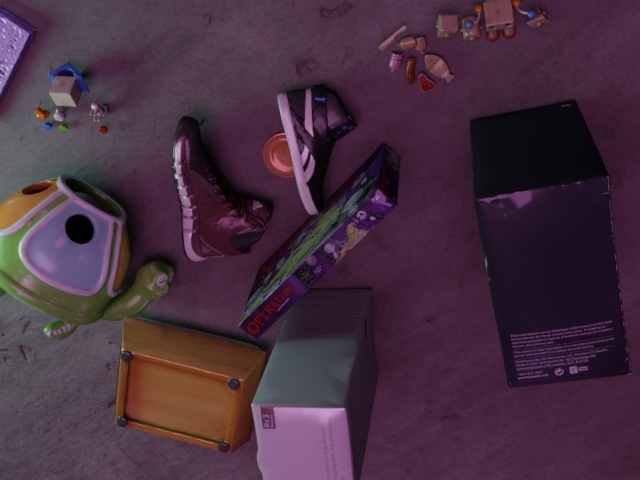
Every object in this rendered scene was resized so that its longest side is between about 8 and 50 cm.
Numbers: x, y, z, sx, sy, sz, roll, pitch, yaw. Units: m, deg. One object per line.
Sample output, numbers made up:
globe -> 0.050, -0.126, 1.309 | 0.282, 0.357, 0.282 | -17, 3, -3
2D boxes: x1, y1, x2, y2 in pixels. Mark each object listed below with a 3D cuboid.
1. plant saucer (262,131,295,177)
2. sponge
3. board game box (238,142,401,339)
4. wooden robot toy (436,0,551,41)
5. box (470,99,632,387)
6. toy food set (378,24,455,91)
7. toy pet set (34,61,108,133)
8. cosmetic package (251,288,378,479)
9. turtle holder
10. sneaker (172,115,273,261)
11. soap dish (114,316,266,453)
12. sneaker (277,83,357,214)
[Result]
plant saucer -> -0.060, -0.148, 1.440 | 0.083, 0.013, 0.084 | 3, 115, 6
sponge -> -0.589, -0.309, 1.429 | 0.117, 0.031, 0.210 | 34, 116, -9
board game box -> 0.000, 0.000, 1.396 | 0.056, 0.208, 0.347 | 41, 114, -9
wooden robot toy -> 0.265, -0.357, 1.276 | 0.173, 0.076, 0.079 | -6, 80, 11
box -> 0.342, -0.007, 1.267 | 0.178, 0.343, 0.313 | -9, 114, 13
toy food set -> 0.153, -0.289, 1.339 | 0.078, 0.019, 0.122 | -36, 114, 22
toy pet set -> -0.434, -0.248, 1.434 | 0.122, 0.065, 0.114 | 5, 151, 9
cosmetic package -> 0.004, 0.260, 1.422 | 0.156, 0.385, 0.217 | -1, 116, 9
turtle holder -> -0.434, 0.032, 1.460 | 0.320, 0.243, 0.227 | 37, 99, 0
sneaker -> -0.165, -0.089, 1.446 | 0.162, 0.106, 0.281 | 1, 126, 2
soap dish -> -0.267, 0.288, 1.625 | 0.290, 0.118, 0.229 | 14, 117, 3
sneaker -> 0.010, -0.153, 1.384 | 0.121, 0.079, 0.217 | -13, 112, 3
